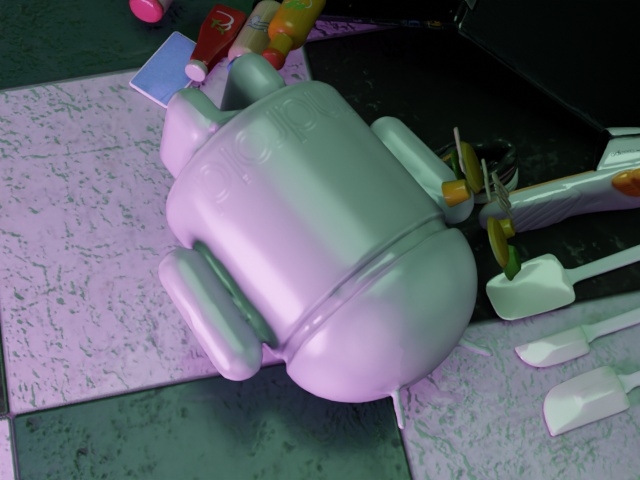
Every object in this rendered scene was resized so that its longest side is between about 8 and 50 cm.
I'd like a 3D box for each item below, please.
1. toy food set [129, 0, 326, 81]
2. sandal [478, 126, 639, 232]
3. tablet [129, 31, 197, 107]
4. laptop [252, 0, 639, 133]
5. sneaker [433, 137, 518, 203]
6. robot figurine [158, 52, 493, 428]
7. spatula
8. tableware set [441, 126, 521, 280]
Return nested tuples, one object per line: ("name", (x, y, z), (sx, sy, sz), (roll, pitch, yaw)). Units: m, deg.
("toy food set", (-0.123, -0.236, 1.138), (0.232, 0.111, 0.104), (23, 58, 4))
("sandal", (0.281, -0.075, 1.100), (0.265, 0.102, 0.076), (-11, 70, -6))
("tablet", (-0.159, -0.183, 1.179), (0.054, 0.006, 0.083), (33, 69, 11))
("laptop", (0.208, -0.329, 1.240), (0.408, 0.236, 0.382), (12, 67, 34))
("sneaker", (0.117, -0.067, 1.101), (0.178, 0.077, 0.072), (-20, 67, -10))
("robot figurine", (0.000, 0.000, 0.991), (0.300, 0.200, 0.353), (-36, 78, -22))
("spatula", (0.300, 0.074, 1.080), (0.242, 0.019, 0.168), (-19, 67, -11))
("tableware set", (0.143, -0.026, 0.983), (0.024, 0.154, 0.104), (-17, 63, 22))
